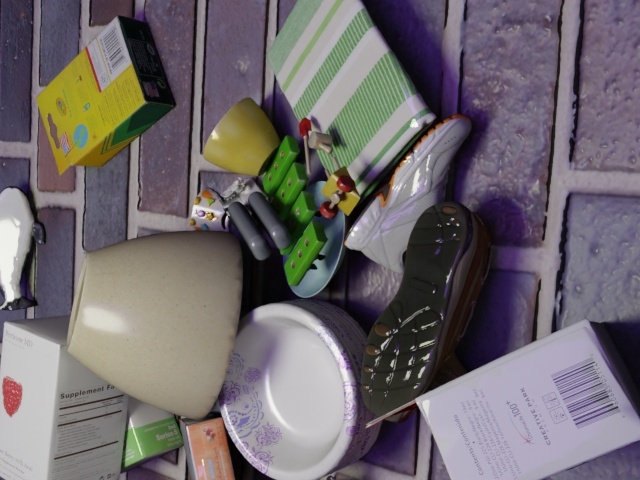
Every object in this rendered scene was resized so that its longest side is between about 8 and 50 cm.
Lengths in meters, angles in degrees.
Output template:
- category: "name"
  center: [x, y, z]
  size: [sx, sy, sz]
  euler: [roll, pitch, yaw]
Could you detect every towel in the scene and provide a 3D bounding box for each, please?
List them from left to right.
- category: "towel"
  center: [0.035, -0.247, 1.247]
  size: [0.248, 0.038, 0.324]
  euler: [-49, 62, 47]

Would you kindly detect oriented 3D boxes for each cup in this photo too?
- category: "cup"
  center: [-0.296, 0.124, 1.337]
  size: [0.331, 0.237, 0.331]
  euler: [-168, 90, -71]

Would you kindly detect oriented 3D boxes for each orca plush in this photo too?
- category: "orca plush"
  center: [-0.717, 0.018, 1.862]
  size: [0.151, 0.102, 0.287]
  euler: [-15, 94, -8]

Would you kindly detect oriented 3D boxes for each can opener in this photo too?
- category: "can opener"
  center: [-0.110, -0.037, 1.324]
  size: [0.093, 0.074, 0.280]
  euler: [63, 173, -26]

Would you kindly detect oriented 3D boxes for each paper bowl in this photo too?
- category: "paper bowl"
  center: [-0.020, 0.236, 1.277]
  size: [0.284, 0.148, 0.284]
  euler: [2, 93, 38]

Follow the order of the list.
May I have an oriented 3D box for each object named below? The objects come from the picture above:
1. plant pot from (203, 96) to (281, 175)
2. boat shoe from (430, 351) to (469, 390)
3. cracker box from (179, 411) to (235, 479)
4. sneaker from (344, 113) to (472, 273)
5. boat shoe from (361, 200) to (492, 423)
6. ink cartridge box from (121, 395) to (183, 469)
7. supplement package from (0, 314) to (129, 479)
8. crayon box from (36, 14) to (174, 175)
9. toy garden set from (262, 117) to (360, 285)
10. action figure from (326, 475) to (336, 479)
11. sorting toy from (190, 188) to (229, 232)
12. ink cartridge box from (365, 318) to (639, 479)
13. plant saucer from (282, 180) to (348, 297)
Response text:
- category: "plant pot"
  center: [-0.124, -0.166, 1.363]
  size: [0.095, 0.134, 0.134]
  euler: [38, 116, 6]
- category: "boat shoe"
  center: [0.184, 0.192, 1.175]
  size: [0.190, 0.068, 0.072]
  euler: [18, 87, 34]
- category: "cracker box"
  center: [-0.200, 0.393, 1.396]
  size: [0.232, 0.067, 0.155]
  euler: [144, 115, -74]
- category: "sneaker"
  center: [0.156, -0.066, 1.179]
  size: [0.121, 0.099, 0.262]
  euler: [37, 107, 0]
- category: "boat shoe"
  center: [0.167, 0.109, 1.126]
  size: [0.123, 0.120, 0.324]
  euler: [27, 97, 45]
- category: "ink cartridge box"
  center: [-0.421, 0.330, 1.608]
  size: [0.198, 0.115, 0.272]
  euler: [-31, 74, 33]
- category: "supplement package"
  center: [-0.482, 0.303, 1.470]
  size: [0.178, 0.175, 0.292]
  euler: [12, 98, 36]
- category: "crayon box"
  center: [-0.455, -0.290, 1.627]
  size: [0.319, 0.081, 0.202]
  euler: [-29, 75, 34]
- category: "toy garden set"
  center: [-0.013, -0.081, 1.259]
  size: [0.203, 0.049, 0.244]
  euler: [-57, 36, 38]
- category: "action figure"
  center: [-0.086, 0.481, 1.289]
  size: [0.330, 0.341, 0.178]
  euler: [-39, 33, 26]
- category: "sorting toy"
  center: [-0.200, -0.047, 1.476]
  size: [0.075, 0.045, 0.083]
  euler: [16, 103, 16]
- category: "ink cartridge box"
  center: [0.235, 0.208, 0.941]
  size: [0.272, 0.309, 0.130]
  euler: [-29, 74, 18]
- category: "plant saucer"
  center: [0.000, 0.000, 1.294]
  size: [0.195, 0.037, 0.194]
  euler: [-24, 61, 55]
